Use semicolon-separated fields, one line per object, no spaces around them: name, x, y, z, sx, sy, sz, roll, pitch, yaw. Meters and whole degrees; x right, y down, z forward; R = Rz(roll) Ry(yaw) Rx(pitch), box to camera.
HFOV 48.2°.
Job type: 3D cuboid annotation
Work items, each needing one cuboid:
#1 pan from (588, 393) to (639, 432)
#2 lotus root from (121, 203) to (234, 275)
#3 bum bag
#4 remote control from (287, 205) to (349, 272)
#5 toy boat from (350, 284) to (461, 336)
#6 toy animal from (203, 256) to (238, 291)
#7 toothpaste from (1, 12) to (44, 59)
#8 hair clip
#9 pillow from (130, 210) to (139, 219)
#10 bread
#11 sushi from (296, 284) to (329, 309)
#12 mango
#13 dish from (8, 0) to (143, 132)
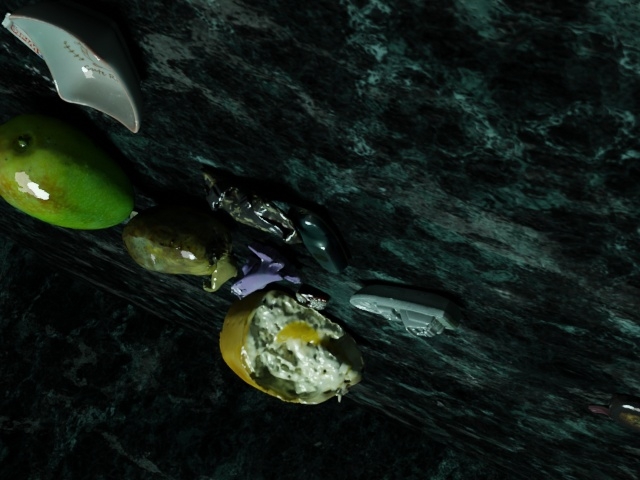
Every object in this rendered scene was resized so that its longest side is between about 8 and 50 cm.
pan;0.602;0.348;1.430;0.114;0.040;0.212;35;161;-7
lotus root;-0.320;-0.007;1.582;0.274;0.152;0.160;3;149;34
bum bag;-0.134;-0.066;1.288;0.248;0.069;0.102;22;138;35
remote control;0.000;0.000;1.320;0.072;0.042;0.222;20;161;27
toy boat;0.154;0.136;1.407;0.260;0.085;0.078;7;154;47
toy animal;-0.282;0.039;1.773;0.101;0.103;0.219;-26;132;23
toothpaste;-0.417;-0.285;1.159;0.218;0.033;0.052;40;154;-21
hair clip;-0.124;0.063;1.622;0.137;0.090;0.278;46;150;-14
pillow;-0.403;-0.009;1.877;0.217;0.033;0.130;28;157;-3
bread;-0.112;0.316;2.006;0.361;0.250;0.394;34;162;-17
sushi;-0.018;0.132;1.733;0.083;0.044;0.046;22;140;10
mango;-0.526;-0.127;1.481;0.225;0.201;0.382;-4;163;18
dish;-0.329;-0.259;1.026;0.151;0.077;0.212;26;162;10
